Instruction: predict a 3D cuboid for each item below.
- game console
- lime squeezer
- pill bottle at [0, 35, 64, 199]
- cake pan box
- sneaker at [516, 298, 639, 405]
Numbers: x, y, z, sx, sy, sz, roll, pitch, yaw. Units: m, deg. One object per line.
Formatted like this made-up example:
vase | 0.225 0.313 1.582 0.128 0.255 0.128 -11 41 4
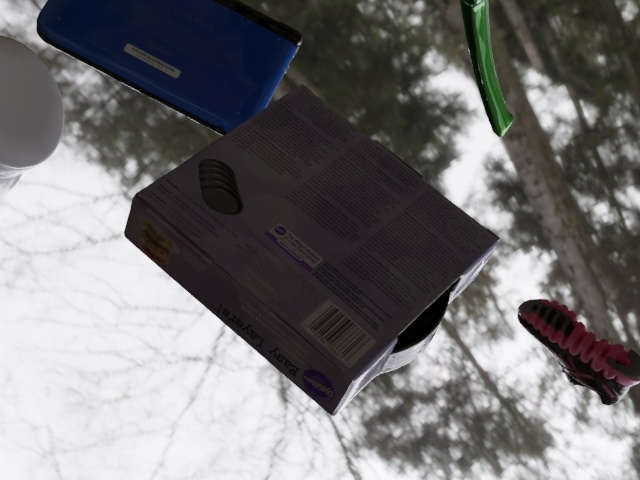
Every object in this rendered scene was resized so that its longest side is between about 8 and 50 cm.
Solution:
game console | -0.186 -0.256 1.677 0.293 0.173 0.250 27 -116 -3
lime squeezer | 0.047 -0.177 0.864 0.110 0.310 0.059 -43 -137 27
pill bottle | -0.205 -0.049 0.665 0.160 0.087 0.087 -15 -125 39
cake pan box | 0.000 0.000 1.191 0.267 0.070 0.246 38 -130 12
sneaker | 0.213 0.098 1.115 0.119 0.057 0.047 36 -134 19
